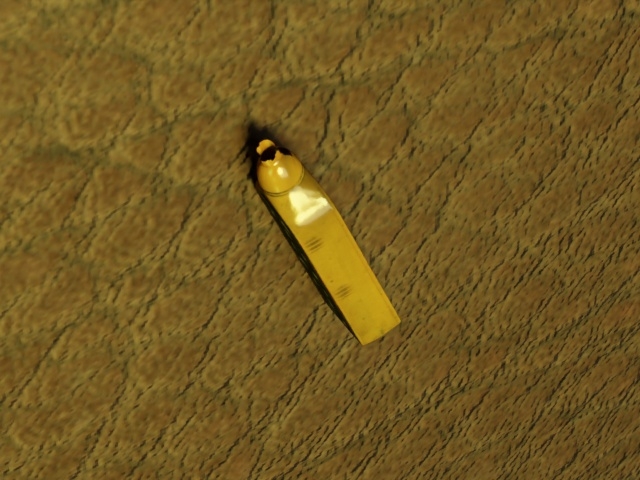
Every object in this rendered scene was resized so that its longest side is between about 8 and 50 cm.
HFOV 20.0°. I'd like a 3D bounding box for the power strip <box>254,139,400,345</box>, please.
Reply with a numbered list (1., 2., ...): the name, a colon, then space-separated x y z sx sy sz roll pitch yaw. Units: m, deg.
1. power strip: 0.000 0.000 1.005 0.028 0.049 0.178 -37 141 -5
